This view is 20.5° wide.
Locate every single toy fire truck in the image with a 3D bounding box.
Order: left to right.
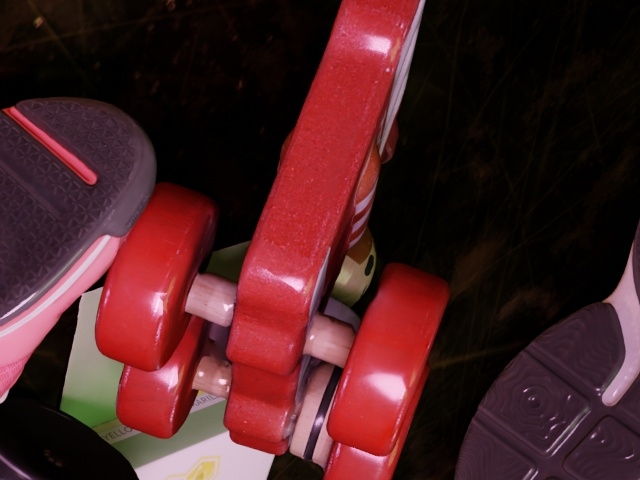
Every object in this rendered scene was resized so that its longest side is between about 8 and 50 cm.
[{"bbox_3d":[0.000,0.000,1.019,0.302,0.169,0.254,95,16,-67],"label":"toy fire truck"}]

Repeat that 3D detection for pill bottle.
[{"bbox_3d":[-0.206,0.209,1.035,0.219,0.123,0.123,-57,149,11],"label":"pill bottle"}]

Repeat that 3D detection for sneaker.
[{"bbox_3d":[-0.203,0.050,0.910,0.314,0.116,0.136,-44,160,2],"label":"sneaker"},{"bbox_3d":[0.313,0.125,1.585,0.447,0.169,0.257,-54,148,0],"label":"sneaker"}]

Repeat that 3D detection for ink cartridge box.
[{"bbox_3d":[-0.096,0.120,1.154,0.171,0.056,0.235,-18,138,-42],"label":"ink cartridge box"}]
